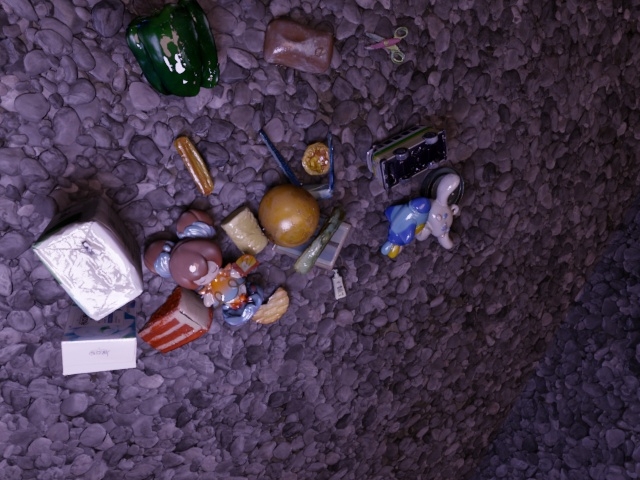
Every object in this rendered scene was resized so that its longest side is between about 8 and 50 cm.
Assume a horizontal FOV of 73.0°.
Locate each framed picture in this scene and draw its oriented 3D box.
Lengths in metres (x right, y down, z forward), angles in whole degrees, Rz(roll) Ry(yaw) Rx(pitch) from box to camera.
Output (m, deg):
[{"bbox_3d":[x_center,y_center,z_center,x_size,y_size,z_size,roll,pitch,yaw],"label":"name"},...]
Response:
[{"bbox_3d":[-0.032,-0.013,1.763,0.289,0.016,0.213,20,97,-28],"label":"framed picture"}]

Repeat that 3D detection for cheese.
[{"bbox_3d":[-0.276,-0.031,1.603,0.123,0.094,0.167,-36,117,-8],"label":"cheese"}]

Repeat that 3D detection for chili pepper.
[{"bbox_3d":[-0.427,-0.566,1.290,0.233,0.249,0.256,-35,128,-24],"label":"chili pepper"}]

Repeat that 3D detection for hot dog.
[{"bbox_3d":[-0.431,-0.257,1.489,0.066,0.047,0.215,-38,118,-25],"label":"hot dog"}]

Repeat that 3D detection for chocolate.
[{"bbox_3d":[-0.066,-0.674,1.500,0.262,0.083,0.160,1,104,-24],"label":"chocolate"}]

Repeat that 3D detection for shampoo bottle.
[{"bbox_3d":[0.077,0.184,1.866,0.049,0.034,0.141,-16,112,-12],"label":"shampoo bottle"}]

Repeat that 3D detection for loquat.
[{"bbox_3d":[-0.114,-0.087,1.571,0.235,0.235,0.234,-7,109,-22],"label":"loquat"}]

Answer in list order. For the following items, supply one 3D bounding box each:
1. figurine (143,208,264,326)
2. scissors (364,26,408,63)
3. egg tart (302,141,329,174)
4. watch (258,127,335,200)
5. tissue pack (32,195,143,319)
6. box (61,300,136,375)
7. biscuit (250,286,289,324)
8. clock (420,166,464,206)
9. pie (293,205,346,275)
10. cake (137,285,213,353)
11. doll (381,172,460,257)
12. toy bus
[{"bbox_3d":[-0.392,0.102,1.534,0.276,0.248,0.388,-47,128,-7],"label":"figurine"},{"bbox_3d":[0.250,-0.752,1.653,0.187,0.020,0.133,-5,112,-24],"label":"scissors"},{"bbox_3d":[-0.016,-0.313,1.654,0.131,0.052,0.130,-8,111,-22],"label":"egg tart"},{"bbox_3d":[-0.079,-0.276,1.587,0.277,0.068,0.274,7,133,16],"label":"watch"},{"bbox_3d":[-0.673,0.037,1.295,0.194,0.356,0.266,-31,116,-12],"label":"tissue pack"},{"bbox_3d":[-0.711,0.304,1.412,0.203,0.274,0.116,1,107,-23],"label":"box"},{"bbox_3d":[-0.199,0.269,1.755,0.183,0.061,0.118,-44,120,-4],"label":"biscuit"},{"bbox_3d":[0.547,-0.226,1.943,0.215,0.042,0.214,-7,109,-22],"label":"clock"},{"bbox_3d":[-0.004,0.006,1.627,0.067,0.302,0.302,35,90,-1],"label":"pie"},{"bbox_3d":[-0.538,0.287,1.614,0.262,0.159,0.158,-29,122,25],"label":"cake"},{"bbox_3d":[0.427,-0.073,1.837,0.366,0.187,0.375,-18,113,-8],"label":"doll"},{"bbox_3d":[0.335,-0.344,1.731,0.306,0.179,0.143,-30,132,-13],"label":"toy bus"}]
